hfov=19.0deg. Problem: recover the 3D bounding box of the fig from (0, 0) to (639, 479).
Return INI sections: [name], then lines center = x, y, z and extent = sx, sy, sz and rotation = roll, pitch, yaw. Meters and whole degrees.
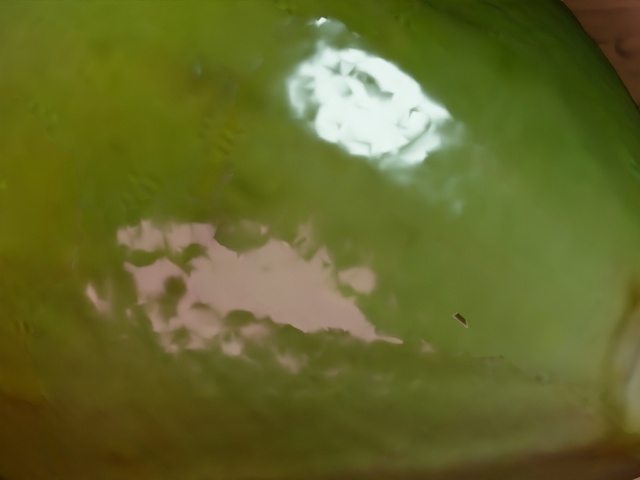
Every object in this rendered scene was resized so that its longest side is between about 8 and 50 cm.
[fig]
center = 0.000, -0.007, 0.552
extent = 0.230, 0.207, 0.207
rotation = -7, 109, 19
